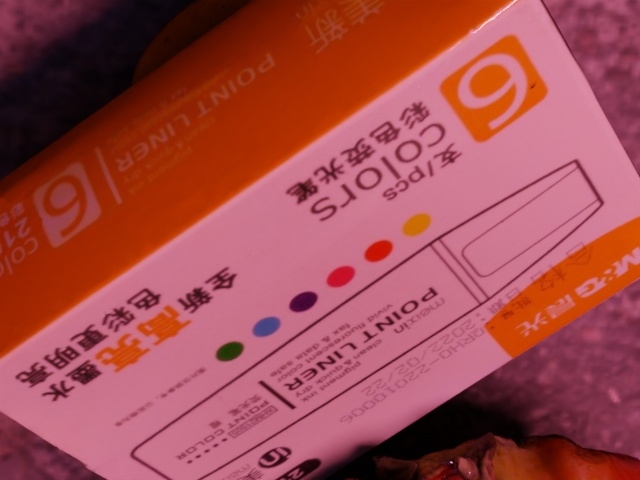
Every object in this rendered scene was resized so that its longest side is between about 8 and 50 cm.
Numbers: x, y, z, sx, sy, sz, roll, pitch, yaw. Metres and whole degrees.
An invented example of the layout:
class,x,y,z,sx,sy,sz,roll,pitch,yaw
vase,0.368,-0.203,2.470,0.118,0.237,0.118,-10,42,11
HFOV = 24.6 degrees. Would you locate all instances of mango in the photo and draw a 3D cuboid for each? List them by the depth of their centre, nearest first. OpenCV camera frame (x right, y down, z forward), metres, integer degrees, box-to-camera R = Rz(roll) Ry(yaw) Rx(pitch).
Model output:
class,x,y,z,sx,sy,sz,roll,pitch,yaw
mango,-0.033,-0.076,0.661,0.114,0.057,0.079,-25,119,14

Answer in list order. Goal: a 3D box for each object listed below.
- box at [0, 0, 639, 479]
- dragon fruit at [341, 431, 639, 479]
class,x,y,z,sx,sy,sz,roll,pitch,yaw
box,0.000,0.000,0.634,0.273,0.091,0.221,-36,142,10
dragon fruit,0.058,0.231,0.680,0.291,0.269,0.250,-11,145,-28
